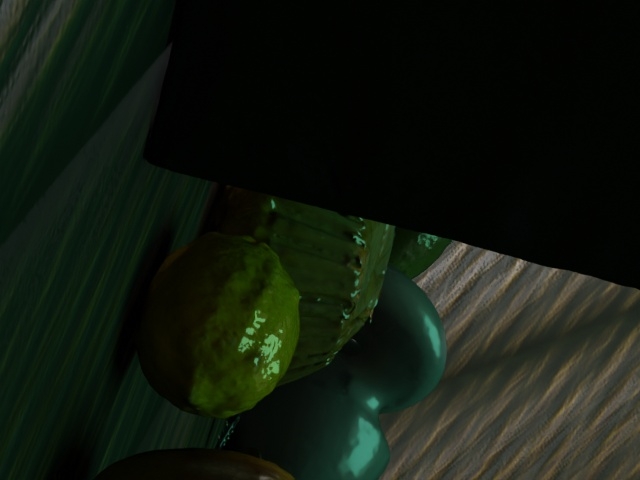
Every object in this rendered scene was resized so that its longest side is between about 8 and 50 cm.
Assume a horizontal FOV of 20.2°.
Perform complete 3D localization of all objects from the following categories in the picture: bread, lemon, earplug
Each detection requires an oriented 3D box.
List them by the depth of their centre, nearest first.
[{"bbox_3d":[-0.070,0.056,1.256,0.155,0.114,0.114,-73,176,-46],"label":"lemon"},{"bbox_3d":[-0.023,0.021,1.521,0.240,0.139,0.240,16,90,-82],"label":"bread"},{"bbox_3d":[0.012,0.168,2.034,0.325,0.214,0.175,-68,169,13],"label":"earplug"}]

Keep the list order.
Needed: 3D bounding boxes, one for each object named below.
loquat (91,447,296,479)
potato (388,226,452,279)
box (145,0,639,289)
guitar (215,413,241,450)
[{"bbox_3d":[-0.080,0.223,1.160,0.246,0.213,0.213,-64,169,-51],"label":"loquat"},{"bbox_3d":[0.085,-0.067,2.135,0.173,0.210,0.307,77,36,-68],"label":"potato"},{"bbox_3d":[0.094,-0.145,1.165,0.204,0.345,0.251,-69,174,-71],"label":"box"},{"bbox_3d":[-0.075,0.123,1.916,0.088,0.025,0.233,98,10,-58],"label":"guitar"}]
